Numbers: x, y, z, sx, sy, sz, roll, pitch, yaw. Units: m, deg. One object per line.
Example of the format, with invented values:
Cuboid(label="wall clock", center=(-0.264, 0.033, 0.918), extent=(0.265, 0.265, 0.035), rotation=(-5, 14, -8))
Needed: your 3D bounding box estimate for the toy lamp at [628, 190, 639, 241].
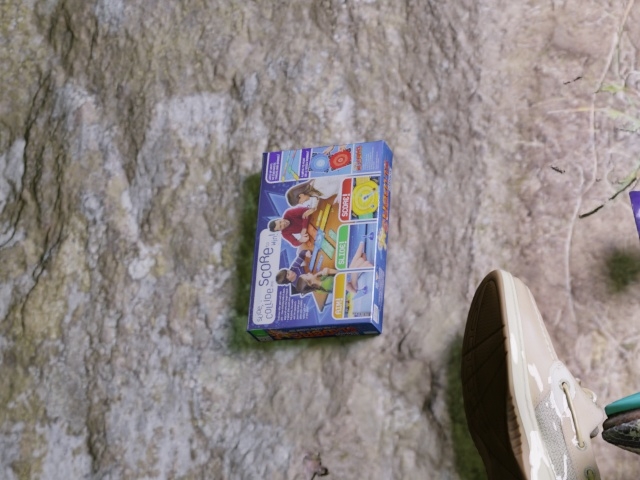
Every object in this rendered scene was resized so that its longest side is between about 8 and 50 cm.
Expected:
Cuboid(label="toy lamp", center=(0.422, -0.046, 1.612), extent=(0.275, 0.080, 0.080), rotation=(-13, 62, 10))

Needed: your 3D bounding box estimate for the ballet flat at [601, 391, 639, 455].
Cuboid(label="ballet flat", center=(0.482, 0.119, 1.469), extent=(0.483, 0.164, 0.182), rotation=(-26, 84, 2))

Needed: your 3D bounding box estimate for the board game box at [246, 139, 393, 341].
Cuboid(label="board game box", center=(0.000, 0.000, 1.799), extent=(0.136, 0.035, 0.201), rotation=(-4, 65, 21))

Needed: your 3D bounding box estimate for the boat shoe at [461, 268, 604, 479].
Cuboid(label="boat shoe", center=(0.202, 0.169, 1.610), extent=(0.098, 0.109, 0.302), rotation=(2, 60, -20))
